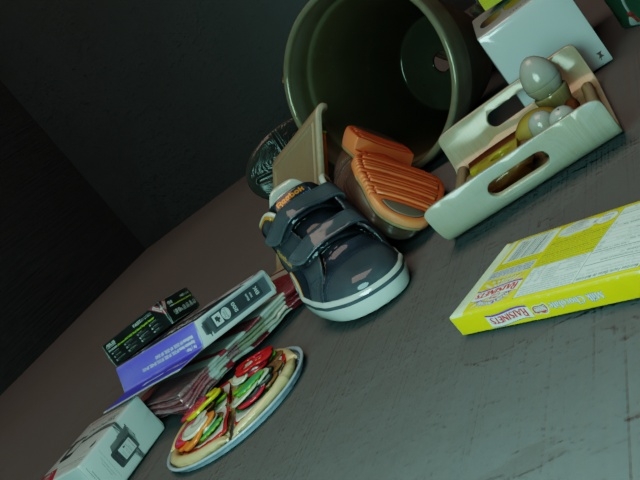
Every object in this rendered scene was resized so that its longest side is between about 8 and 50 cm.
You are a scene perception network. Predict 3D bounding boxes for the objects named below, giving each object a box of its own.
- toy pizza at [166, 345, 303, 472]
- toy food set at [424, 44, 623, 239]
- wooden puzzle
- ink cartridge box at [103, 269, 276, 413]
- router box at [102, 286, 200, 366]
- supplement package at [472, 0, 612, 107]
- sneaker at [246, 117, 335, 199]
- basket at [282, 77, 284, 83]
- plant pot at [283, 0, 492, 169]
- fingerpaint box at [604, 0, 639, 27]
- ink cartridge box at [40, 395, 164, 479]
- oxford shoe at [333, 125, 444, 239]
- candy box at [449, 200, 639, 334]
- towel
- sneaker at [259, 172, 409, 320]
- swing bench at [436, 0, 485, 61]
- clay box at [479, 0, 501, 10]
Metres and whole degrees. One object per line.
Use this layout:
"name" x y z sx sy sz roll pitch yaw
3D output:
"toy pizza" -0.103 0.184 1.039 0.201 0.032 0.201 -37 11 8
"toy food set" 0.225 -0.131 1.075 0.219 0.092 0.306 -35 11 22
"wooden puzzle" -0.029 -0.072 1.457 0.221 0.044 0.239 140 136 -62
"ink cartridge box" -0.185 0.136 1.223 0.206 0.045 0.208 -32 4 42
"router box" -0.245 0.124 1.314 0.122 0.038 0.092 -37 -2 20
"supplement package" 0.318 -0.298 1.333 0.139 0.134 0.244 -35 11 17
"sneaker" 0.023 -0.213 2.027 0.447 0.169 0.257 -34 0 -14
"basket" 0.073 -0.394 1.987 0.214 0.223 0.299 -66 15 -20
"plant pot" 0.145 -0.286 1.529 0.323 0.323 0.280 -31 -2 38
"fingerpaint box" 0.509 -0.579 1.223 0.445 0.371 0.163 -39 10 -2
"ink cartridge box" -0.283 0.281 1.159 0.109 0.063 0.150 -33 12 30
"oxford shoe" 0.082 -0.055 1.273 0.364 0.130 0.133 -97 27 -71
"candy box" 0.198 0.020 0.717 0.105 0.027 0.206 -49 14 -31
"towel" -0.124 0.139 1.300 0.329 0.037 0.237 -44 9 -32
"sneaker" 0.000 0.000 1.118 0.126 0.127 0.321 -33 18 -9
"swing bench" 0.267 -0.431 1.734 0.165 0.255 0.253 -44 12 -23
"clay box" 0.306 -0.424 1.394 0.127 0.053 0.222 -30 14 31
